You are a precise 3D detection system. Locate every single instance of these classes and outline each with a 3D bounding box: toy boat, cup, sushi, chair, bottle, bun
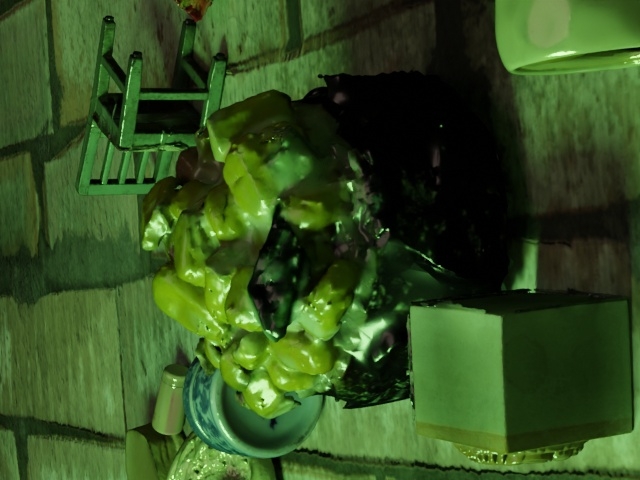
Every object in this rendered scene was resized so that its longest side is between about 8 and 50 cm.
[{"bbox_3d":[-0.227,0.333,2.265,0.188,0.061,0.116,66,146,34],"label":"toy boat"},{"bbox_3d":[0.235,-0.243,1.221,0.255,0.173,0.202,-6,89,62],"label":"cup"},{"bbox_3d":[0.000,0.000,1.572,0.328,0.285,0.328,-22,74,59],"label":"sushi"},{"bbox_3d":[-0.230,-0.151,2.137,0.147,0.136,0.270,50,134,50],"label":"chair"},{"bbox_3d":[-0.208,0.222,2.234,0.045,0.045,0.096,46,131,51],"label":"bottle"},{"bbox_3d":[-0.135,0.340,2.037,0.210,0.116,0.237,27,118,59],"label":"bun"}]

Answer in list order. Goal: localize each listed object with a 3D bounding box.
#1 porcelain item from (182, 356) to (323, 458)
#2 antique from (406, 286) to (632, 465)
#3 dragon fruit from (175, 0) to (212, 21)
[{"bbox_3d":[-0.082,0.182,1.890,0.114,0.147,0.147,-7,87,64],"label":"porcelain item"},{"bbox_3d":[0.174,0.118,1.408,0.152,0.146,0.148,2,97,61],"label":"antique"},{"bbox_3d":[-0.175,-0.368,2.068,0.111,0.153,0.153,-42,42,1],"label":"dragon fruit"}]
